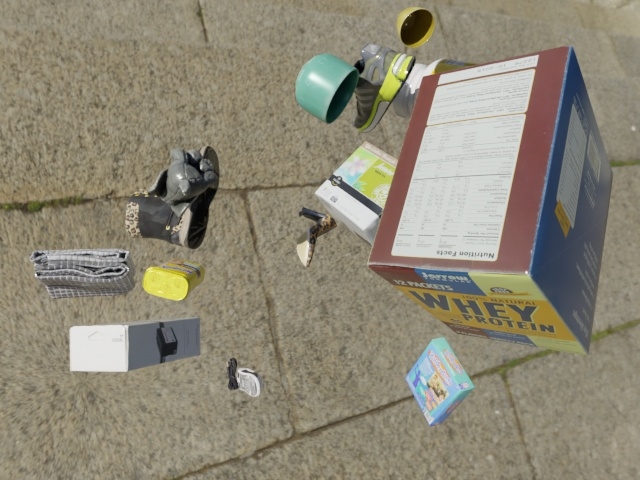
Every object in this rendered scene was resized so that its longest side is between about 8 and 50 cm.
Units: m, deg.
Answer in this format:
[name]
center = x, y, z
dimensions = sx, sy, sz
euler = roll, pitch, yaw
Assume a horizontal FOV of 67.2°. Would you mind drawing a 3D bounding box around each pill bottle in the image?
[pill bottle]
center = 0.356, -0.347, 1.201
dimensions = 0.188, 0.334, 0.187
euler = -31, 132, -40

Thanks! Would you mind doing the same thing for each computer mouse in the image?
[computer mouse]
center = -0.220, 0.417, 1.439
dimensions = 0.042, 0.193, 0.105
euler = -7, 96, -39

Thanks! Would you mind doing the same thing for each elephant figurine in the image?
[elephant figurine]
center = -0.440, -0.157, 1.489
dimensions = 0.186, 0.239, 0.169
euler = -9, 67, -55

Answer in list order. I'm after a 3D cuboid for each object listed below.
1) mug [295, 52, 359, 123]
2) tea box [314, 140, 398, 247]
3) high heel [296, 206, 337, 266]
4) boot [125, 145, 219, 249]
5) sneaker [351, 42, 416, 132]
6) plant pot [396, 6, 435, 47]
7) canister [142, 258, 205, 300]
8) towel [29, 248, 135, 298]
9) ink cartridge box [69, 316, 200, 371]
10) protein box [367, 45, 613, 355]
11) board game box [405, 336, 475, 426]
[mug]
center = 0.008, -0.326, 1.038
dimensions = 0.097, 0.157, 0.129
euler = 33, 80, 9
[tea box]
center = 0.220, -0.184, 2.024
dimensions = 0.323, 0.329, 0.220
euler = -46, 142, -5
[high heel]
center = 0.000, 0.000, 1.921
dimensions = 0.186, 0.093, 0.261
euler = 19, 58, -34
[boot]
center = -0.524, -0.160, 1.712
dimensions = 0.284, 0.138, 0.377
euler = 4, 78, 20
[sneaker]
center = 0.121, -0.362, 1.137
dimensions = 0.121, 0.300, 0.111
euler = 33, 70, -2
[plant pot]
center = 0.323, -0.768, 1.705
dimensions = 0.134, 0.134, 0.095
euler = 1, 42, -26
[canister]
center = -0.414, 0.107, 1.383
dimensions = 0.126, 0.170, 0.073
euler = 14, 99, 1
[towel]
center = -0.751, 0.109, 1.551
dimensions = 0.284, 0.235, 0.121
euler = 0, 74, -16
[ink cartridge box]
center = -0.544, 0.306, 1.444
dimensions = 0.307, 0.223, 0.128
euler = 11, 74, -65
[protein box]
center = 0.175, -0.025, 0.457
dimensions = 0.200, 0.136, 0.201
euler = 36, 65, -43
[board game box]
center = 0.327, 0.397, 1.348
dimensions = 0.047, 0.210, 0.160
euler = -6, 48, -24
